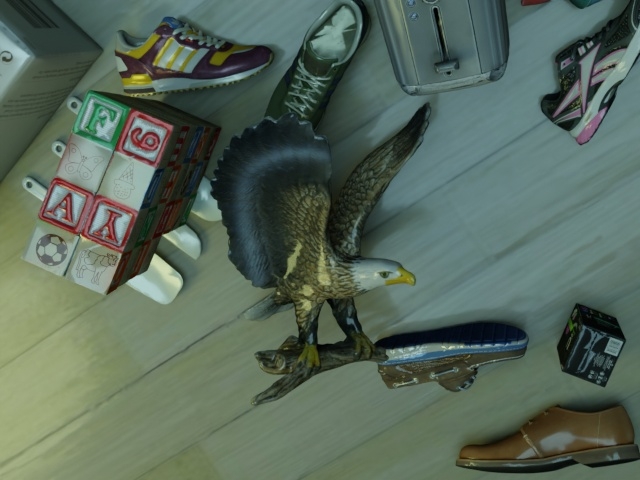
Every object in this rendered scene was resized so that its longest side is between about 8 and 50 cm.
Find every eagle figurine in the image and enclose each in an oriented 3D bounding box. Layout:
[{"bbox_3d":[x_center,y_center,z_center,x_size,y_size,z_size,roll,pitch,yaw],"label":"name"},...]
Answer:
[{"bbox_3d":[0.011,0.000,1.064,0.225,0.226,0.298,-2,102,8],"label":"eagle figurine"}]

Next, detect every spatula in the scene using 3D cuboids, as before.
[{"bbox_3d":[-0.242,-0.050,1.206,0.242,0.019,0.168,35,107,0],"label":"spatula"}]

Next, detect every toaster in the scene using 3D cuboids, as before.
[{"bbox_3d":[0.125,-0.245,1.010,0.129,0.227,0.146,-8,119,13],"label":"toaster"}]

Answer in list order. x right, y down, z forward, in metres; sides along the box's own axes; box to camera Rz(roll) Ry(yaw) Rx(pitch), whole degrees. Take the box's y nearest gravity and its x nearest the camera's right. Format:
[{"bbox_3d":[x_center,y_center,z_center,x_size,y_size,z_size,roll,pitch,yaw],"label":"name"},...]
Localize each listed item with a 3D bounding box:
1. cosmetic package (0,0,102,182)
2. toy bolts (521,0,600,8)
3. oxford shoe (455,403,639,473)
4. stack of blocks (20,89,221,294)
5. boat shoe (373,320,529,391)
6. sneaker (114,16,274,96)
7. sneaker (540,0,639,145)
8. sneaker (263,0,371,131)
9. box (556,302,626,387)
[{"bbox_3d":[-0.441,-0.126,1.132,0.155,0.197,0.365,43,105,-2],"label":"cosmetic package"},{"bbox_3d":[0.281,-0.333,0.970,0.159,0.218,0.228,-3,122,-5],"label":"toy bolts"},{"bbox_3d":[0.263,0.236,1.169,0.212,0.076,0.076,-11,71,14],"label":"oxford shoe"},{"bbox_3d":[-0.195,-0.058,1.039,0.087,0.297,0.171,23,97,0],"label":"stack of blocks"},{"bbox_3d":[0.156,0.139,1.161,0.183,0.066,0.066,-7,107,21],"label":"boat shoe"},{"bbox_3d":[-0.147,-0.216,1.124,0.186,0.069,0.083,-8,107,11],"label":"sneaker"},{"bbox_3d":[0.289,-0.189,1.044,0.077,0.072,0.178,30,119,11],"label":"sneaker"},{"bbox_3d":[-0.009,-0.185,1.075,0.064,0.086,0.192,31,90,5],"label":"sneaker"},{"bbox_3d":[0.304,0.117,1.115,0.052,0.083,0.062,21,105,3],"label":"box"}]
